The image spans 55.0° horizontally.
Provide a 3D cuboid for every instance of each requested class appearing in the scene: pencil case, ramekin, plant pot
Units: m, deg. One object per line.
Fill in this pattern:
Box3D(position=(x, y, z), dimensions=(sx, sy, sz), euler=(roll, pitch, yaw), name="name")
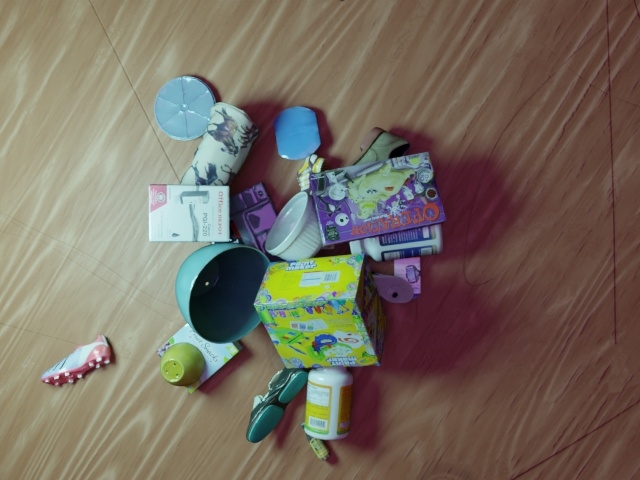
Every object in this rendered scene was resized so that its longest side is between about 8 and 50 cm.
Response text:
Box3D(position=(-0.332, -0.200, 1.840), dimensions=(0.160, 0.183, 0.410), euler=(26, 85, -16), name="pencil case")
Box3D(position=(-0.059, -0.028, 1.790), dimensions=(0.109, 0.207, 0.207), euler=(34, 94, -21), name="ramekin")
Box3D(position=(-0.304, 0.127, 1.783), dimensions=(0.195, 0.290, 0.290), euler=(23, 94, 44), name="plant pot")
Box3D(position=(-0.428, 0.381, 1.848), dimensions=(0.134, 0.095, 0.134), euler=(0, 91, 8), name="plant pot")

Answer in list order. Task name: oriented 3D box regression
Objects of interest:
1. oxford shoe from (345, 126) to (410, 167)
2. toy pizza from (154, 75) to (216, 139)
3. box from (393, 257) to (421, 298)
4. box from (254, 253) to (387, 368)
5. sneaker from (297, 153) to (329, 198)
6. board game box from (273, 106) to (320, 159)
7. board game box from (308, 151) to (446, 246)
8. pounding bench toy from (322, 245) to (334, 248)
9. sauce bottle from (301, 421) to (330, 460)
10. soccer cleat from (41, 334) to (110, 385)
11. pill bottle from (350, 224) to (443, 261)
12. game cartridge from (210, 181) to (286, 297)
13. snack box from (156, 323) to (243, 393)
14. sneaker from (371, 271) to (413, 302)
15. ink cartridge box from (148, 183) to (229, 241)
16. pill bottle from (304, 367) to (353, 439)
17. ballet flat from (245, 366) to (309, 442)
Box3D(position=(0.143, -0.176, 1.783), dimensions=(0.130, 0.123, 0.348), euler=(21, 74, 27), name="oxford shoe")
Box3D(position=(-0.425, -0.415, 1.939), dimensions=(0.201, 0.032, 0.201), euler=(0, 90, 7), name="toy pizza")
Box3D(position=(0.265, 0.109, 1.877), dimensions=(0.081, 0.028, 0.136), euler=(-1, 93, 6), name="box")
Box3D(position=(0.010, 0.206, 1.736), dimensions=(0.290, 0.177, 0.279), euler=(-5, 129, 19), name="box")
Box3D(position=(-0.037, -0.173, 1.891), dimensions=(0.084, 0.069, 0.185), euler=(23, 98, 28), name="sneaker")
Box3D(position=(-0.070, -0.327, 1.896), dimensions=(0.133, 0.033, 0.168), euler=(-12, 80, 7), name="board game box")
Box3D(position=(0.156, -0.116, 1.709), dimensions=(0.347, 0.056, 0.208), euler=(-12, 84, -6), name="board game box")
Box3D(position=(0.000, 0.000, 1.883), dimensions=(0.083, 0.065, 0.052), euler=(1, 91, 6), name="pounding bench toy")
Box3D(position=(-0.017, 0.620, 1.906), dimensions=(0.042, 0.042, 0.128), euler=(-34, 89, 5), name="sauce bottle")
Box3D(position=(-0.784, 0.388, 1.974), dimensions=(0.248, 0.083, 0.095), euler=(-25, 59, 11), name="soccer cleat")
Box3D(position=(0.219, -0.019, 1.816), dimensions=(0.265, 0.153, 0.153), euler=(-7, 90, 6), name="pill bottle")
Box3D(position=(-0.208, 0.026, 1.911), dimensions=(0.230, 0.068, 0.355), euler=(-25, 88, 2), name="game cartridge")
Box3D(position=(-0.378, 0.342, 1.926), dimensions=(0.207, 0.070, 0.174), euler=(-42, 86, 4), name="snack box")
Box3D(position=(0.168, 0.121, 1.852), dimensions=(0.217, 0.121, 0.079), euler=(16, 100, -15), name="sneaker")
Box3D(position=(-0.362, -0.075, 1.698), dimensions=(0.218, 0.092, 0.158), euler=(-1, 93, -17), name="ink cartridge box")
Box3D(position=(0.028, 0.459, 1.852), dimensions=(0.136, 0.136, 0.245), euler=(5, 91, 6), name="pill bottle")
Box3D(position=(-0.141, 0.490, 1.895), dimensions=(0.280, 0.096, 0.095), euler=(-50, 130, -5), name="ballet flat")
